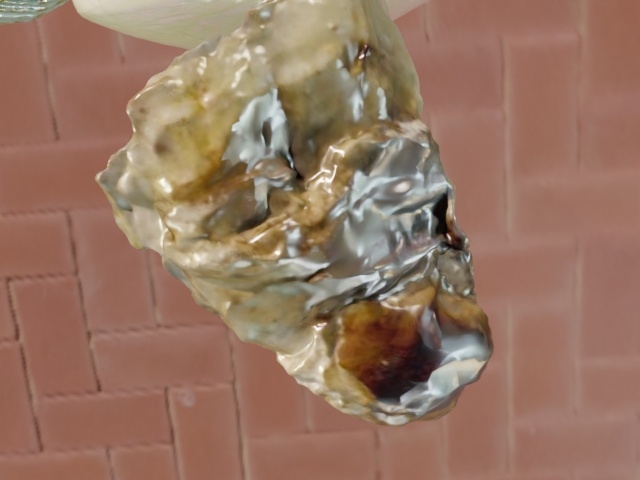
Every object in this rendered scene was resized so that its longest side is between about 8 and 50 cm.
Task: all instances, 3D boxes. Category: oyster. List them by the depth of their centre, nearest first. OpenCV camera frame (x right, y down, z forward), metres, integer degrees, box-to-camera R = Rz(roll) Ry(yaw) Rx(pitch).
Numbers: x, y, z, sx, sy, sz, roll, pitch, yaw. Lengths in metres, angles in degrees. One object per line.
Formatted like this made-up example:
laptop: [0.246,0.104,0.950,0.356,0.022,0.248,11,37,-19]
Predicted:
oyster: [0.013,-0.002,0.563,0.161,0.107,0.232,-37,135,-16]

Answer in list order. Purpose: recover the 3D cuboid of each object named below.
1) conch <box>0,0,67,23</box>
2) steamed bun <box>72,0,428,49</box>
conch: [-0.222,-0.184,0.821,0.102,0.153,0.135,-50,140,8]
steamed bun: [-0.022,-0.194,0.743,0.239,0.153,0.169,-8,96,-42]
